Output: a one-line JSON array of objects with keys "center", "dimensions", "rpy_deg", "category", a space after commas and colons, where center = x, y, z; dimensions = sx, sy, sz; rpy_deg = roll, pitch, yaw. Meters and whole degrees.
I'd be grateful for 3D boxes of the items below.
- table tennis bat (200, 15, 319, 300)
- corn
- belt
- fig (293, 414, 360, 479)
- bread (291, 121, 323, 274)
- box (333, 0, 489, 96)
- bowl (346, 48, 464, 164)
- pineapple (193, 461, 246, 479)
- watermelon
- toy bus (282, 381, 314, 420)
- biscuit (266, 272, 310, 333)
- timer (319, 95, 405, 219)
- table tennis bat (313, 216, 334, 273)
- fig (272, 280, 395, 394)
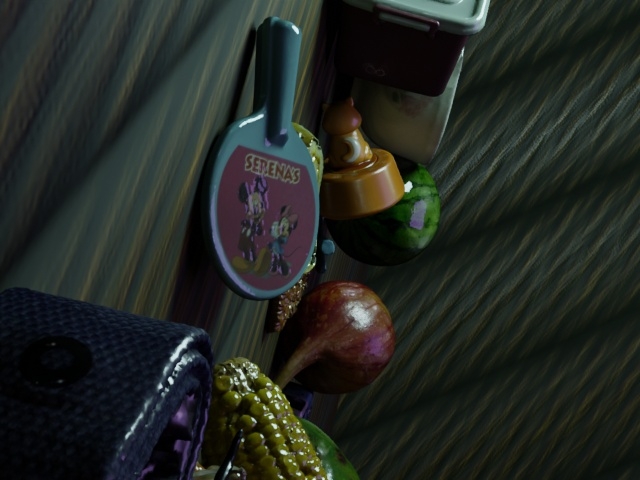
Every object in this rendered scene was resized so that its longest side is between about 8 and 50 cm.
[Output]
[{"center": [-0.046, -0.070, 0.864], "dimensions": [0.153, 0.040, 0.244], "rpy_deg": [16, 78, -55], "category": "table tennis bat"}, {"center": [-0.036, 0.264, 0.941], "dimensions": [0.119, 0.119, 0.322], "rpy_deg": [75, -8, -76], "category": "corn"}, {"center": [-0.113, 0.127, 0.427], "dimensions": [0.230, 0.126, 0.139], "rpy_deg": [-73, 170, -45], "category": "belt"}, {"center": [-0.074, 0.316, 1.119], "dimensions": [0.235, 0.203, 0.203], "rpy_deg": [-40, -166, 28], "category": "fig"}, {"center": [-0.041, -0.039, 0.962], "dimensions": [0.117, 0.064, 0.156], "rpy_deg": [54, 42, -63], "category": "bread"}, {"center": [0.124, -0.340, 1.324], "dimensions": [0.167, 0.193, 0.294], "rpy_deg": [102, 3, -58], "category": "box"}, {"center": [0.121, -0.261, 1.532], "dimensions": [0.277, 0.145, 0.277], "rpy_deg": [-169, -90, -88], "category": "bowl"}, {"center": [-0.036, 0.251, 0.612], "dimensions": [0.344, 0.286, 0.209], "rpy_deg": [-72, 172, -48], "category": "pineapple"}, {"center": [0.091, -0.050, 1.611], "dimensions": [0.215, 0.188, 0.188], "rpy_deg": [-10, 116, -50], "category": "watermelon"}, {"center": [-0.053, 0.280, 1.514], "dimensions": [0.075, 0.060, 0.123], "rpy_deg": [-52, 156, -67], "category": "toy bus"}, {"center": [-0.034, 0.040, 1.368], "dimensions": [0.206, 0.025, 0.126], "rpy_deg": [-63, 164, -67], "category": "biscuit"}, {"center": [0.039, -0.123, 1.389], "dimensions": [0.132, 0.132, 0.152], "rpy_deg": [-66, 146, -61], "category": "timer"}, {"center": [0.000, 0.000, 1.439], "dimensions": [0.155, 0.019, 0.100], "rpy_deg": [-140, -133, -80], "category": "table tennis bat"}, {"center": [0.011, 0.147, 1.452], "dimensions": [0.207, 0.175, 0.175], "rpy_deg": [-5, 108, -63], "category": "fig"}]
